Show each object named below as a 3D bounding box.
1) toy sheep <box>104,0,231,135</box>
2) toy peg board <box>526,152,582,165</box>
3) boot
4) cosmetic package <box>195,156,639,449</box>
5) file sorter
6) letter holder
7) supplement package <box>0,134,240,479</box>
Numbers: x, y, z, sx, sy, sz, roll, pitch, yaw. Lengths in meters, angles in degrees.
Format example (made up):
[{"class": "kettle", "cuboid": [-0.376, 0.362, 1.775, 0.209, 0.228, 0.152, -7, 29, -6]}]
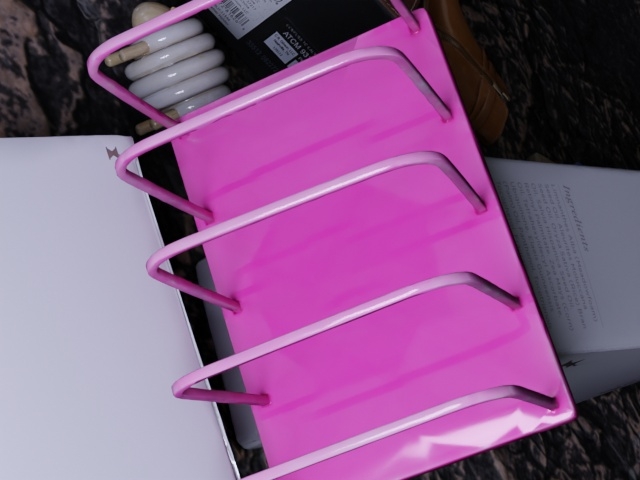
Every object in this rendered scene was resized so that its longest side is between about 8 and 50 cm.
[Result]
[{"class": "toy sheep", "cuboid": [-0.115, -0.129, 1.062, 0.091, 0.091, 0.132, -35, 108, -49]}, {"class": "toy peg board", "cuboid": [0.307, -0.010, 1.422, 0.160, 0.079, 0.161, 24, 52, -35]}, {"class": "boot", "cuboid": [0.141, -0.204, 1.374, 0.152, 0.073, 0.197, 33, 60, -27]}, {"class": "cosmetic package", "cuboid": [0.149, 0.051, 1.113, 0.453, 0.230, 0.162, 0, 68, -45]}, {"class": "file sorter", "cuboid": [0.000, 0.000, 0.808, 0.182, 0.202, 0.291, 28, 42, -68]}, {"class": "letter holder", "cuboid": [-0.046, -0.312, 1.186, 0.302, 0.152, 0.214, 45, 41, -18]}, {"class": "supplement package", "cuboid": [-0.194, 0.083, 0.809, 0.204, 0.145, 0.262, -6, 72, -47]}]
